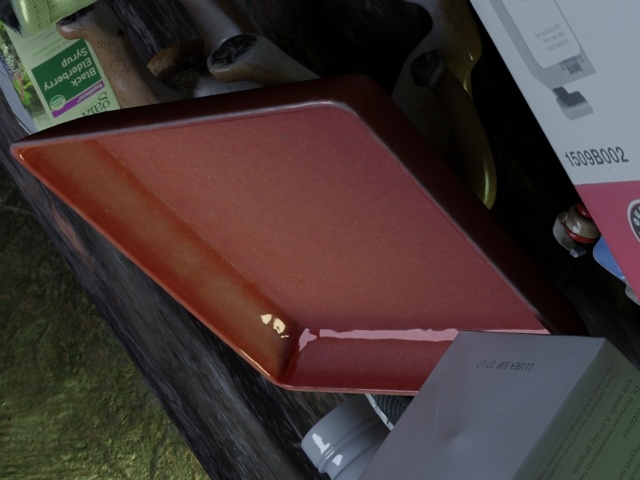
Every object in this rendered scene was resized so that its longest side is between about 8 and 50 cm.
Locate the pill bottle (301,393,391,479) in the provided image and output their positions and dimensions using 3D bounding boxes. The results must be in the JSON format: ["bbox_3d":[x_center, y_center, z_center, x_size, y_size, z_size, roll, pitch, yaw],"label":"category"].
[{"bbox_3d":[0.071,0.224,1.319,0.186,0.112,0.112,51,164,17],"label":"pill bottle"}]

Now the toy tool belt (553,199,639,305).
[{"bbox_3d":[0.153,-0.007,0.724,0.083,0.052,0.051,41,128,35],"label":"toy tool belt"}]

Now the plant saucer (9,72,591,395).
[{"bbox_3d":[0.000,0.000,0.843,0.259,0.047,0.258,-2,143,44],"label":"plant saucer"}]

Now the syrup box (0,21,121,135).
[{"bbox_3d":[-0.300,-0.213,1.601,0.096,0.093,0.237,41,158,44],"label":"syrup box"}]

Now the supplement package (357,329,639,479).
[{"bbox_3d":[0.150,0.172,0.771,0.244,0.134,0.139,42,163,-17],"label":"supplement package"}]

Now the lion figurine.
[{"bbox_3d":[-0.008,-0.062,0.930,0.392,0.142,0.240,29,157,52],"label":"lion figurine"}]

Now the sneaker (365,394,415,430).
[{"bbox_3d":[0.111,0.122,1.061,0.234,0.078,0.106,42,157,31],"label":"sneaker"}]

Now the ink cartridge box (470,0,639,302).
[{"bbox_3d":[0.121,-0.114,0.446,0.283,0.117,0.207,58,165,-9],"label":"ink cartridge box"}]

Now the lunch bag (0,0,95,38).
[{"bbox_3d":[-0.091,-0.241,0.613,0.287,0.235,0.169,52,162,17],"label":"lunch bag"}]
